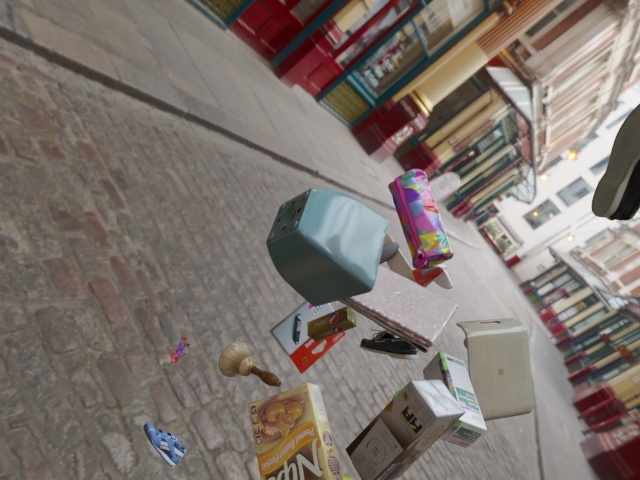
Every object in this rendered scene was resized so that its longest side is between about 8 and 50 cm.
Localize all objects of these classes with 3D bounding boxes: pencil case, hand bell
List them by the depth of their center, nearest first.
[{"bbox_3d":[0.232,-0.048,1.096,0.104,0.104,0.237,24,47,-59],"label":"pencil case"},{"bbox_3d":[-0.209,0.424,1.528,0.242,0.126,0.126,12,-18,44],"label":"hand bell"}]

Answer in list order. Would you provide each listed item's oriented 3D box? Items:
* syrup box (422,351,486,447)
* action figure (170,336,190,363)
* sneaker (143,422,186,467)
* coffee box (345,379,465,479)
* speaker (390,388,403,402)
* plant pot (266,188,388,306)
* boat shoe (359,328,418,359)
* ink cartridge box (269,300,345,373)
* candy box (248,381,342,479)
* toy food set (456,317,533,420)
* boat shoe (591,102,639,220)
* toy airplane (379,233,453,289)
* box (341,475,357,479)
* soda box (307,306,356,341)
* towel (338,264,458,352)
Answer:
[{"bbox_3d":[0.366,0.438,1.306,0.093,0.096,0.237,23,29,-14],"label":"syrup box"},{"bbox_3d":[-0.435,0.343,1.450,0.115,0.030,0.038,-69,147,-67],"label":"action figure"},{"bbox_3d":[-0.403,0.517,1.216,0.053,0.059,0.144,4,-52,56],"label":"sneaker"},{"bbox_3d":[0.191,0.436,1.072,0.141,0.247,0.098,18,26,-46],"label":"coffee box"},{"bbox_3d":[0.328,0.688,1.800,0.131,0.131,0.297,-109,-172,-46],"label":"speaker"},{"bbox_3d":[0.000,0.000,1.306,0.252,0.247,0.248,38,52,-28],"label":"plant pot"},{"bbox_3d":[0.215,0.329,1.507,0.095,0.254,0.079,9,81,-26],"label":"boat shoe"},{"bbox_3d":[-0.042,0.393,2.003,0.239,0.275,0.060,55,-21,-7],"label":"ink cartridge box"},{"bbox_3d":[-0.059,0.542,1.175,0.087,0.182,0.317,45,24,-56],"label":"candy box"},{"bbox_3d":[0.533,0.402,1.460,0.092,0.219,0.307,160,-72,-72],"label":"toy food set"},{"bbox_3d":[0.763,-0.191,1.134,0.091,0.303,0.114,9,29,-7],"label":"boat shoe"},{"bbox_3d":[0.347,0.192,1.959,0.272,0.385,0.386,-5,18,-37],"label":"toy airplane"},{"bbox_3d":[0.122,0.526,0.899,0.043,0.179,0.105,-57,152,-59],"label":"box"},{"bbox_3d":[0.039,0.307,1.717,0.058,0.181,0.061,42,32,-37],"label":"soda box"},{"bbox_3d":[0.242,0.194,1.478,0.331,0.054,0.317,28,26,19],"label":"towel"}]
